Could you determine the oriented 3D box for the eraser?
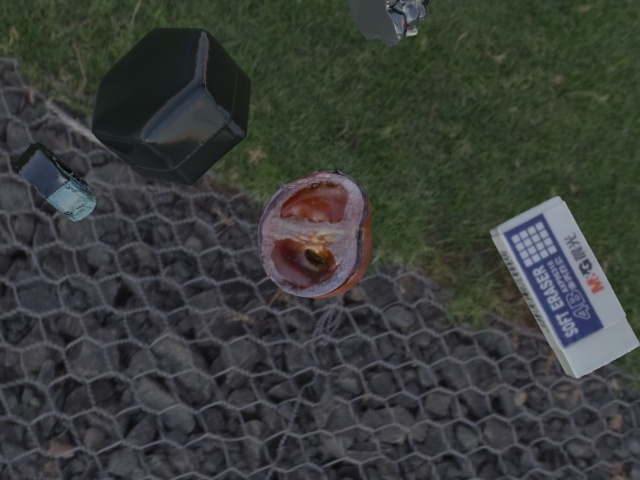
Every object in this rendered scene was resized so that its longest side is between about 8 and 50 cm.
[{"bbox_3d":[0.400,0.076,1.573,0.124,0.081,0.279,-27,87,-3],"label":"eraser"}]

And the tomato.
[{"bbox_3d":[0.000,0.000,1.616,0.199,0.112,0.228,6,72,24],"label":"tomato"}]

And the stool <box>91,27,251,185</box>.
[{"bbox_3d":[-0.220,-0.200,1.423,0.141,0.232,0.232,47,58,-45],"label":"stool"}]

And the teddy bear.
[{"bbox_3d":[0.136,-0.375,1.226,0.251,0.144,0.171,-36,91,-20],"label":"teddy bear"}]

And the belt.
[{"bbox_3d":[-0.406,-0.092,1.471,0.058,0.105,0.140,-45,96,0],"label":"belt"}]
